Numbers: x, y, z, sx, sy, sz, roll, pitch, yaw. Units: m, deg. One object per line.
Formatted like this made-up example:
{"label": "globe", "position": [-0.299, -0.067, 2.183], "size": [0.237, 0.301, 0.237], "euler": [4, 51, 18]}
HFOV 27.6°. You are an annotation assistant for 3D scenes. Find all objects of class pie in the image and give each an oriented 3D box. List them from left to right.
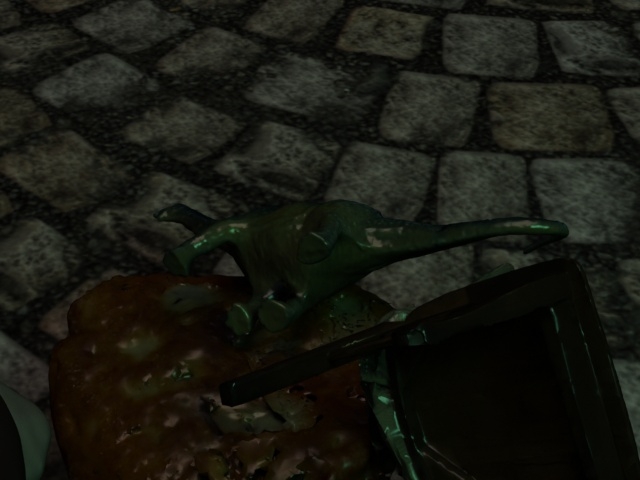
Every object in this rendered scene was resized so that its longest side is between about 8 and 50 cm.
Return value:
{"label": "pie", "position": [-0.053, 0.117, 0.946], "size": [0.308, 0.086, 0.308], "euler": [-1, 34, 0]}

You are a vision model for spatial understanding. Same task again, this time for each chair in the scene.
{"label": "chair", "position": [0.113, 0.101, 0.814], "size": [0.186, 0.160, 0.319], "euler": [-19, -3, 43]}

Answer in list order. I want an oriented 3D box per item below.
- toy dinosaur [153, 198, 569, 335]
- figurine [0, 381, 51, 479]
{"label": "toy dinosaur", "position": [-0.009, 0.005, 0.955], "size": [0.362, 0.077, 0.147], "euler": [0, 25, 31]}
{"label": "figurine", "position": [-0.350, 0.196, 0.806], "size": [0.365, 0.206, 0.218], "euler": [-38, 26, -9]}
